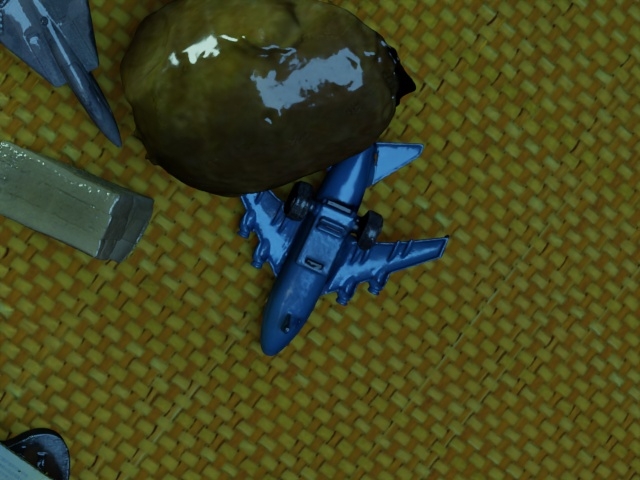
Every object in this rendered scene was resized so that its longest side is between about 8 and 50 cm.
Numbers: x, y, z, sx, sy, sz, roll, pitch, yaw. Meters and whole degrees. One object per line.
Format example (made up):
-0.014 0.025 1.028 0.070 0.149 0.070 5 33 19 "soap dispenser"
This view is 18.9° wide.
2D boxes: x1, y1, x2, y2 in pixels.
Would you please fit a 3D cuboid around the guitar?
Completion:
-0.376 0.239 2.002 0.233 0.025 0.088 3 101 -17 "guitar"

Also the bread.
-0.261 -0.040 1.972 0.152 0.105 0.077 27 95 11 "bread"

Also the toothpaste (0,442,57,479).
-0.398 0.200 1.942 0.313 0.071 0.089 38 85 -15 "toothpaste"

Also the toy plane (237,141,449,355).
0.000 0.000 2.024 0.254 0.105 0.271 23 91 -7 "toy plane"

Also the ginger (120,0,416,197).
-0.069 -0.143 1.880 0.223 0.269 0.200 -51 137 -8 "ginger"

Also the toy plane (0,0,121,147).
-0.263 -0.209 1.899 0.212 0.088 0.267 -27 122 6 "toy plane"
